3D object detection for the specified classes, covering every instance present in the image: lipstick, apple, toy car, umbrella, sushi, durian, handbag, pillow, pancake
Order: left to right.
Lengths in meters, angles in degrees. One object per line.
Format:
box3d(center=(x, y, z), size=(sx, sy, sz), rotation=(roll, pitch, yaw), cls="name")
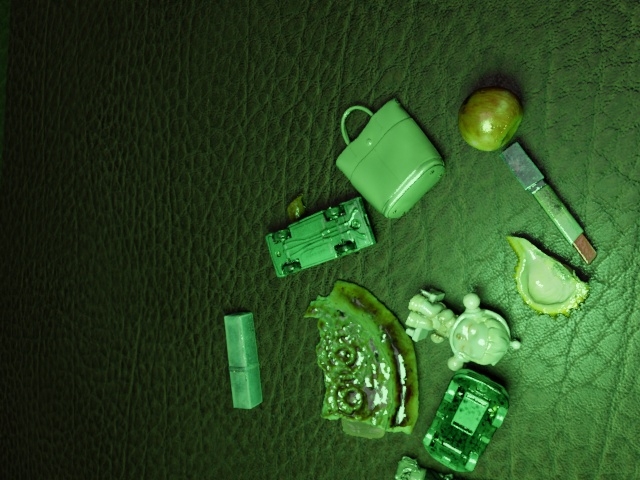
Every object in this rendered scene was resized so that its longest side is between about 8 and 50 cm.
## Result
box3d(center=(-0.239, 0.366, 1.558), size=(0.076, 0.077, 0.290), rotation=(-5, 90, 30), cls="lipstick")
box3d(center=(-0.065, -0.087, 1.446), size=(0.050, 0.047, 0.099), rotation=(26, 123, 37), cls="sushi")
box3d(center=(0.000, 0.000, 1.385), size=(0.320, 0.097, 0.142), rotation=(-21, 84, 28), cls="toy car")
box3d(center=(0.104, 0.309, 1.347), size=(0.304, 0.067, 0.427), rotation=(-15, 79, 23), cls="pancake")
box3d(center=(0.112, 0.446, 1.395), size=(0.135, 0.034, 0.211), rotation=(-2, 94, 24), cls="pillow")
box3d(center=(0.162, -0.227, 1.305), size=(0.241, 0.109, 0.315), rotation=(-47, 59, 23), cls="handbag")
box3d(center=(0.351, 0.631, 1.233), size=(0.357, 0.106, 0.113), rotation=(3, 115, 26), cls="umbrella")
box3d(center=(0.352, 0.424, 1.209), size=(0.136, 0.125, 0.306), rotation=(24, 127, 20), cls="toy car")
box3d(center=(0.378, -0.278, 1.132), size=(0.146, 0.146, 0.147), rotation=(2, 95, 29), cls="apple")
box3d(center=(0.500, 0.074, 1.131), size=(0.140, 0.078, 0.224), rotation=(-49, 60, 36), cls="durian")
box3d(center=(0.516, -0.082, 1.120), size=(0.051, 0.051, 0.312), rotation=(-38, 77, 24), cls="lipstick")

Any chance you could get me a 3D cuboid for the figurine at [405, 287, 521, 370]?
box3d(center=(0.339, 0.220, 1.202), size=(0.256, 0.144, 0.182), rotation=(25, 85, 28), cls="figurine")
